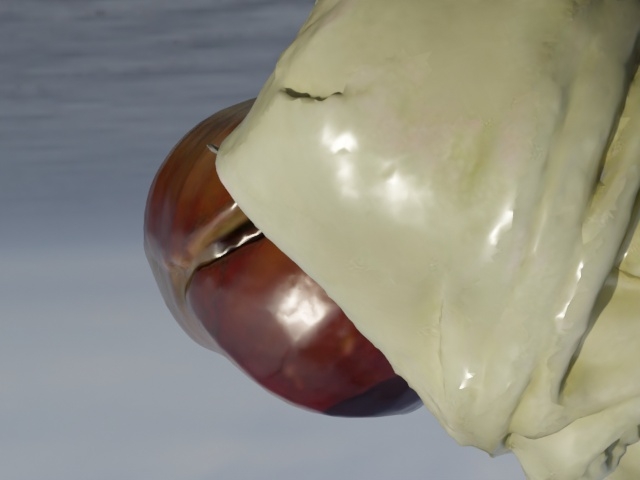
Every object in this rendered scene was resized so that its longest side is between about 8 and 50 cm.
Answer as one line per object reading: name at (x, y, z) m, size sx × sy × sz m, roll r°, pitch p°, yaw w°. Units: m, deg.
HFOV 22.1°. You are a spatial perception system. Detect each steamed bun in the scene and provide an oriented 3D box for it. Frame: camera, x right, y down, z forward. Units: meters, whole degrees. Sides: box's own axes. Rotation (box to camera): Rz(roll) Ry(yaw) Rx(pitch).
steamed bun at (0.128, -0.031, 0.706) m, size 0.206 × 0.275 × 0.320 m, roll -41°, pitch 165°, yaw 27°

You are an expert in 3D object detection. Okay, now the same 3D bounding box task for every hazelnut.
hazelnut at (0.000, 0.000, 1.647) m, size 0.359 × 0.359 × 0.409 m, roll -2°, pitch -178°, yaw -24°
